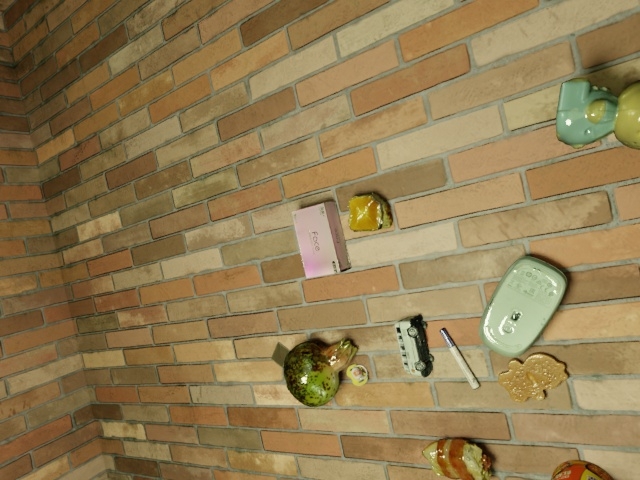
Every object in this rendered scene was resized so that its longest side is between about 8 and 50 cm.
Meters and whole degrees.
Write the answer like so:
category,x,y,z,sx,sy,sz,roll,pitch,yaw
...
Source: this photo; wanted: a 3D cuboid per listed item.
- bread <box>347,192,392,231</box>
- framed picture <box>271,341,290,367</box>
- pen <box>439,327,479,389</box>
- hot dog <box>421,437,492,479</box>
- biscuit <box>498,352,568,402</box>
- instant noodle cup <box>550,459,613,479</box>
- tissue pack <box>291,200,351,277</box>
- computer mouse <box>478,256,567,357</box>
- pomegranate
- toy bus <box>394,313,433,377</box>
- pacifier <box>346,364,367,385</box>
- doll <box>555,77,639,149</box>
category,x,y,z,sx,sy,sz,roll,pitch,yaw
bread,0.161,-0.092,1.432,0.140,0.069,0.128,-5,93,35
framed picture,-0.161,0.458,1.737,0.066,0.006,0.089,30,111,25
pen,0.434,0.369,1.358,0.025,0.025,0.204,-36,78,30
hot dog,0.430,0.686,1.365,0.213,0.103,0.146,-9,113,41
biscuit,0.608,0.392,1.255,0.133,0.027,0.184,42,114,20
instant noodle cup,0.703,0.708,1.156,0.213,0.174,0.213,4,97,30
tissue pack,0.000,0.000,1.527,0.148,0.092,0.246,-13,90,33
computer mouse,0.560,0.190,1.217,0.159,0.097,0.289,30,100,26
pomegranate,0.000,0.454,1.554,0.222,0.276,0.204,56,162,9
toy bus,0.301,0.342,1.402,0.089,0.087,0.194,-12,91,39
pacifier,0.134,0.483,1.546,0.083,0.068,0.064,47,153,36
doll,0.704,-0.295,1.016,0.260,0.177,0.162,9,97,32
